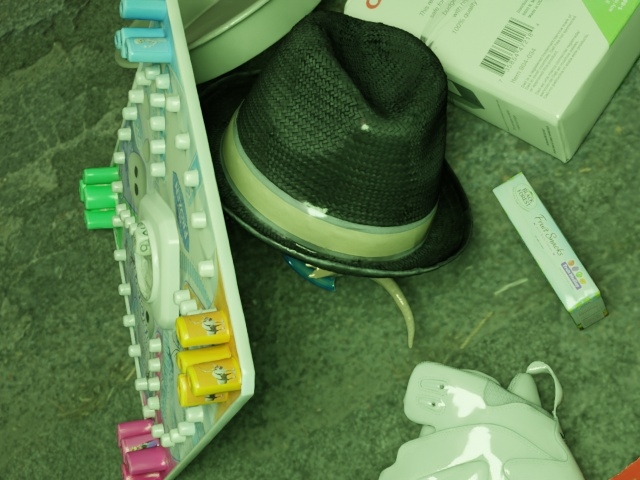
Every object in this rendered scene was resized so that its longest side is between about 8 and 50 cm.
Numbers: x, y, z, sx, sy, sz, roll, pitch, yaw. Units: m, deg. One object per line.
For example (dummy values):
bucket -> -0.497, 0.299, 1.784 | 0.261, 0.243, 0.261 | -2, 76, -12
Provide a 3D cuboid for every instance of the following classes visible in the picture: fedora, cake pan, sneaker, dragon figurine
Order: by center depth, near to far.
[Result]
sneaker -> 0.076, 0.238, 0.889 | 0.366, 0.137, 0.210 | -12, 68, 12
fedora -> 0.027, -0.119, 0.906 | 0.334, 0.334, 0.152 | 41, 129, 26
dragon figurine -> 0.000, 0.000, 1.015 | 0.289, 0.144, 0.085 | 35, 86, 7
cake pan -> -0.104, -0.274, 1.085 | 0.293, 0.054, 0.293 | -25, 32, 17

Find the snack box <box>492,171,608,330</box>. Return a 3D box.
snack box -> 0.226, 0.012, 0.917 | 0.037, 0.100, 0.141 | -32, 65, 9

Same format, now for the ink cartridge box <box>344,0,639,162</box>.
ink cartridge box -> 0.194, -0.240, 1.000 | 0.273, 0.115, 0.198 | 33, 86, 26

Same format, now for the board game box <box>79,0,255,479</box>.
board game box -> -0.175, 0.021, 0.939 | 0.050, 0.390, 0.389 | -5, 67, -23

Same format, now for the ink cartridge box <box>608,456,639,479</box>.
ink cartridge box -> 0.296, 0.208, 0.748 | 0.224, 0.056, 0.181 | -52, 21, 39
